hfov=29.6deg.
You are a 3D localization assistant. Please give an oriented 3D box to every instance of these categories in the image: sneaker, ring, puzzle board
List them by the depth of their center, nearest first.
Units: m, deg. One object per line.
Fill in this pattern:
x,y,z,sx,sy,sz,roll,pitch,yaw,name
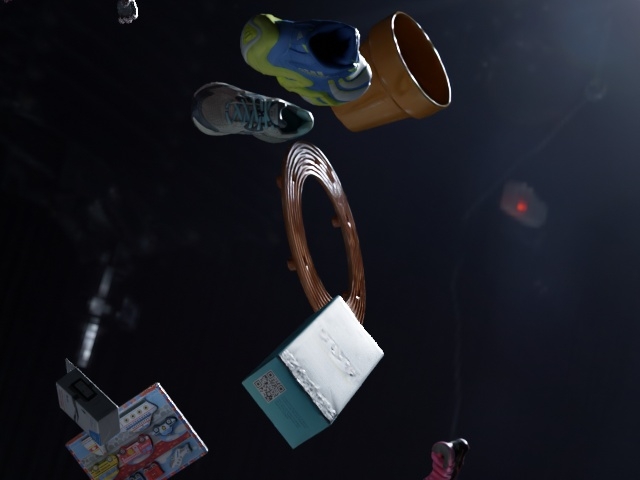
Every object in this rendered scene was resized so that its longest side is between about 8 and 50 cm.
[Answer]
-0.202,0.228,1.331,0.096,0.128,0.011,55,8,-10,puzzle board
0.015,-0.216,1.492,0.126,0.091,0.240,9,1,38,sneaker
0.180,0.327,1.708,0.057,0.119,0.047,-19,44,-40,sneaker
0.000,0.000,1.993,0.032,0.337,0.336,-14,-26,19,ring
-0.134,-0.264,2.466,0.283,0.110,0.122,3,-1,-42,sneaker

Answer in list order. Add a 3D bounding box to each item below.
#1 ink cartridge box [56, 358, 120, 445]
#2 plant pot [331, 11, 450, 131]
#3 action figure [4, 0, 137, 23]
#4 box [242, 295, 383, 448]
-0.242,0.165,1.238,0.083,0.028,0.048,38,-34,25,ink cartridge box
0.118,-0.306,2.337,0.188,0.205,0.205,-26,-36,26,plant pot
-0.358,-0.473,1.945,0.370,0.248,0.276,0,10,4,action figure
-0.003,0.155,1.478,0.060,0.100,0.244,-37,0,23,box
